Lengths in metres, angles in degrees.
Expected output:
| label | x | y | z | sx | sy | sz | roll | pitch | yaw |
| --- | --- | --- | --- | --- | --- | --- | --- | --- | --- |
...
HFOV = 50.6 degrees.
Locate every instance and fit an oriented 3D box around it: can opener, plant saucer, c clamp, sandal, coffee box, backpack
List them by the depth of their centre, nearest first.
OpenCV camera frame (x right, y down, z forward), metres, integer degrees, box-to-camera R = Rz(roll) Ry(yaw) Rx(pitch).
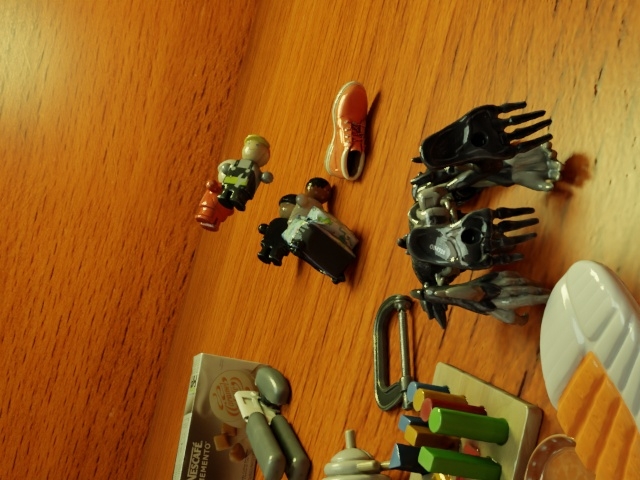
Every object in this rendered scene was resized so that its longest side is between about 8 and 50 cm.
| label | x | y | z | sx | sy | sz | roll | pitch | yaw |
| --- | --- | --- | --- | --- | --- | --- | --- | --- | --- |
| sandal | 0.207 | 0.128 | 0.354 | 0.102 | 0.076 | 0.265 | 105 | 147 | -56 |
| plant saucer | 0.176 | 0.183 | 0.486 | 0.083 | 0.013 | 0.083 | -167 | 90 | -72 |
| c clamp | 0.092 | 0.128 | 0.787 | 0.137 | 0.022 | 0.161 | 117 | 157 | -50 |
| backpack | 0.000 | 0.000 | 1.032 | 0.084 | 0.105 | 0.114 | -54 | 17 | -3 |
| can opener | -0.079 | 0.287 | 1.102 | 0.283 | 0.076 | 0.095 | -149 | 72 | -71 |
| coffee box | -0.190 | 0.351 | 1.290 | 0.098 | 0.141 | 0.247 | 146 | 135 | -65 |

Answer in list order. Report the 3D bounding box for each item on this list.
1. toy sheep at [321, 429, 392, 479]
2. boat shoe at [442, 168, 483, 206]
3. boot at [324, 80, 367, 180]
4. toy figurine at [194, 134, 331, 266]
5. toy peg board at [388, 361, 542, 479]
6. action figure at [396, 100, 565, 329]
| label | x | y | z | sx | sy | sz | roll | pitch | yaw |
| --- | --- | --- | --- | --- | --- | --- | --- | --- | --- |
| toy sheep | 0.041 | 0.271 | 0.727 | 0.091 | 0.091 | 0.132 | 133 | 141 | -58 |
| boat shoe | 0.145 | -0.060 | 0.710 | 0.142 | 0.049 | 0.040 | 131 | 147 | -52 |
| boot | 0.052 | -0.172 | 1.077 | 0.084 | 0.059 | 0.158 | -135 | 52 | -66 |
| toy figurine | -0.097 | -0.072 | 1.213 | 0.209 | 0.213 | 0.148 | -33 | 30 | 61 |
| toy peg board | 0.100 | 0.199 | 0.602 | 0.160 | 0.079 | 0.161 | -168 | 92 | -72 |
| action figure | 0.134 | -0.008 | 0.570 | 0.276 | 0.141 | 0.164 | 52 | -140 | -79 |
